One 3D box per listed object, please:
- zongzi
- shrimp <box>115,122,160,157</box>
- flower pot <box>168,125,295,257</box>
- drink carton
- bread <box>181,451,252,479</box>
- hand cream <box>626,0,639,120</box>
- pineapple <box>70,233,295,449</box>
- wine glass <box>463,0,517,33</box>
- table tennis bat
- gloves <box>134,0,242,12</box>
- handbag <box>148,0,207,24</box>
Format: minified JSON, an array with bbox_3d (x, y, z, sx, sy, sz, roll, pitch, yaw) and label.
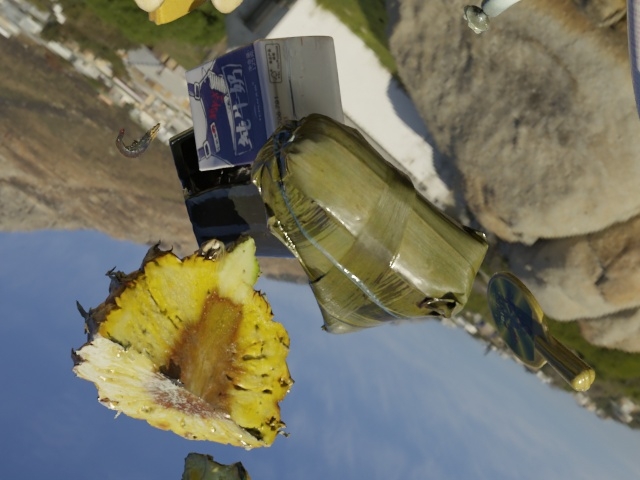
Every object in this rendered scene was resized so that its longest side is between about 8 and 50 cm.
[{"bbox_3d":[0.000,0.000,0.898,0.251,0.125,0.274,42,146,-15],"label":"zongzi"},{"bbox_3d":[-0.422,-0.241,1.938,0.083,0.114,0.023,40,-170,-43],"label":"shrimp"},{"bbox_3d":[-0.121,-0.100,1.504,0.379,0.251,0.379,163,90,-82],"label":"flower pot"},{"bbox_3d":[-0.072,-0.161,1.019,0.222,0.102,0.134,2,103,59],"label":"drink carton"},{"bbox_3d":[-0.184,0.509,1.452,0.174,0.251,0.133,4,156,31],"label":"bread"},{"bbox_3d":[0.638,-0.363,1.599,0.185,0.118,0.358,-74,-22,-46],"label":"hand cream"},{"bbox_3d":[-0.201,0.131,1.254,0.344,0.209,0.286,40,-133,-29],"label":"pineapple"},{"bbox_3d":[0.364,-0.490,1.703,0.072,0.072,0.155,41,143,-11],"label":"wine glass"},{"bbox_3d":[0.421,0.183,1.642,0.321,0.050,0.198,-129,24,-52],"label":"table tennis bat"},{"bbox_3d":[-0.074,-0.276,0.453,0.203,0.155,0.356,41,149,31],"label":"gloves"},{"bbox_3d":[-0.048,-0.423,0.917,0.133,0.401,0.283,46,158,22],"label":"handbag"}]
